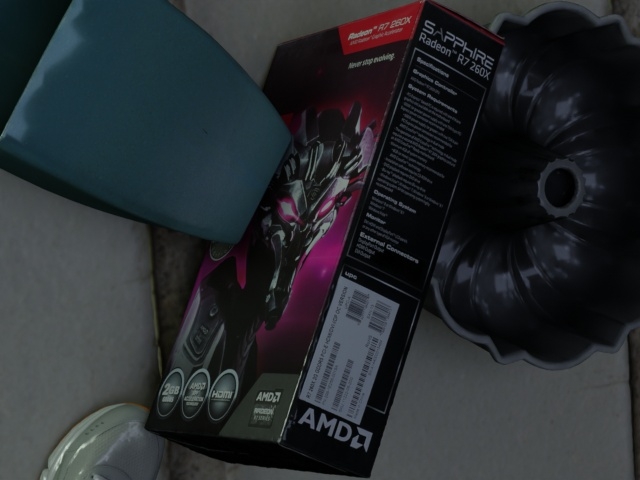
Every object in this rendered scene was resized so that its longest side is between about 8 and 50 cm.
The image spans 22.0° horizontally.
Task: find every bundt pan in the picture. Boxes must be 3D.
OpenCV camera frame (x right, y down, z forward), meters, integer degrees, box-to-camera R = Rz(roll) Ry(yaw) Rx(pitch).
[{"bbox_3d":[0.185,-0.052,1.508,0.331,0.124,0.330,-3,97,-28],"label":"bundt pan"}]

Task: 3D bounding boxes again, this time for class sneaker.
[{"bbox_3d":[-0.195,0.256,1.336,0.099,0.121,0.262,36,77,-25],"label":"sneaker"}]

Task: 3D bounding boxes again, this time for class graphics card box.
[{"bbox_3d":[0.000,0.000,1.327,0.094,0.233,0.371,25,75,-29],"label":"graphics card box"}]

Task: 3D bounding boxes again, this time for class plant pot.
[{"bbox_3d":[-0.155,-0.098,1.310,0.234,0.166,0.165,32,80,-32],"label":"plant pot"}]
